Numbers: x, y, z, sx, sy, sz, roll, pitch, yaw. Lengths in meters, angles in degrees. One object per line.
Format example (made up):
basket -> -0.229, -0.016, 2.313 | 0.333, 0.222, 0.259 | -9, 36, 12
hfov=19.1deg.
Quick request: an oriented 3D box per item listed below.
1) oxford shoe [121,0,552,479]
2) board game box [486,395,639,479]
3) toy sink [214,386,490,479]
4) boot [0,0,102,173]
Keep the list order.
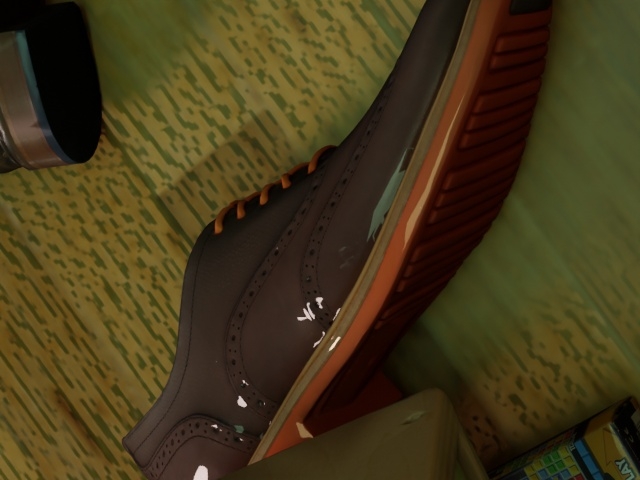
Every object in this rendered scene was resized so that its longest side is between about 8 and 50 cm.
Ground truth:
oxford shoe -> 0.000, 0.000, 0.725 | 0.098, 0.097, 0.271 | 33, 109, 18
board game box -> 0.101, 0.168, 0.740 | 0.141, 0.048, 0.170 | -32, 88, 21
toy sink -> 0.038, 0.192, 0.643 | 0.131, 0.153, 0.234 | -24, 100, 11
boot -> -0.167, -0.129, 0.769 | 0.106, 0.082, 0.219 | -9, 98, 19
